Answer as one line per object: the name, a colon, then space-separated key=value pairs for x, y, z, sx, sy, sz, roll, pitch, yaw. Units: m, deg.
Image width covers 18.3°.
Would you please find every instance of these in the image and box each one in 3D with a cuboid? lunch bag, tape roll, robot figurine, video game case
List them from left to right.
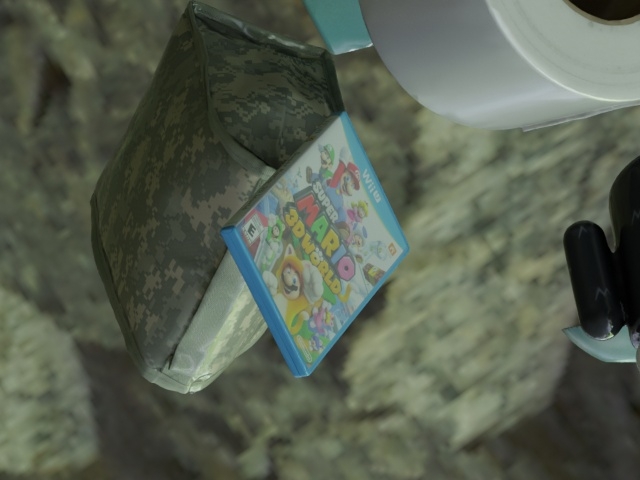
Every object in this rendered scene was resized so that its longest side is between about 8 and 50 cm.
lunch bag: x=-0.082 y=-0.030 z=1.705 sx=0.235 sy=0.169 sz=0.287 roll=-60 pitch=-158 yaw=27
video game case: x=0.000 y=0.000 z=1.369 sx=0.015 sy=0.166 sz=0.119 roll=-12 pitch=-66 yaw=36
tape roll: x=0.171 y=-0.214 z=1.525 sx=0.246 sy=0.246 sz=0.169 roll=61 pitch=-28 yaw=-10
robot figurine: x=0.333 y=0.017 z=1.650 sx=0.174 sy=0.209 sz=0.278 roll=27 pitch=49 yaw=-43

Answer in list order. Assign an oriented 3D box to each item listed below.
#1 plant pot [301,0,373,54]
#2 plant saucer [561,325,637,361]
plant pot: x=0.041 y=-0.314 z=1.777 sx=0.234 sy=0.165 sz=0.165 roll=52 pitch=33 yaw=-52
plant saucer: x=0.349 y=0.106 z=2.065 sx=0.195 sy=0.195 sz=0.037 roll=162 pitch=-72 yaw=-70
